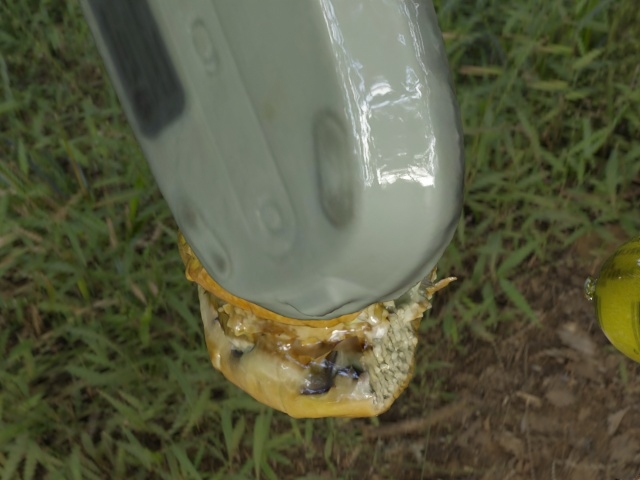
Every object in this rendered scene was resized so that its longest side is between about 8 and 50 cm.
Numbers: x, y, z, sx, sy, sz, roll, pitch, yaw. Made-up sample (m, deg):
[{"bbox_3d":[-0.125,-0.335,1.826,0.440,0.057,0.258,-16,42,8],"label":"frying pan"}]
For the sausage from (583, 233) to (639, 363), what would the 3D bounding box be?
[{"bbox_3d":[0.351,0.053,0.891,0.347,0.123,0.123,6,53,47],"label":"sausage"}]

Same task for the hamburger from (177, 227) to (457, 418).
[{"bbox_3d":[0.000,0.000,0.750,0.157,0.143,0.283,-10,27,20],"label":"hamburger"}]

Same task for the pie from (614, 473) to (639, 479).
[{"bbox_3d":[0.210,0.248,0.652,0.315,0.092,0.315,-35,32,26],"label":"pie"}]

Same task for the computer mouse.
[{"bbox_3d":[-0.033,-0.128,0.493,0.095,0.197,0.330,-19,89,-32],"label":"computer mouse"}]
